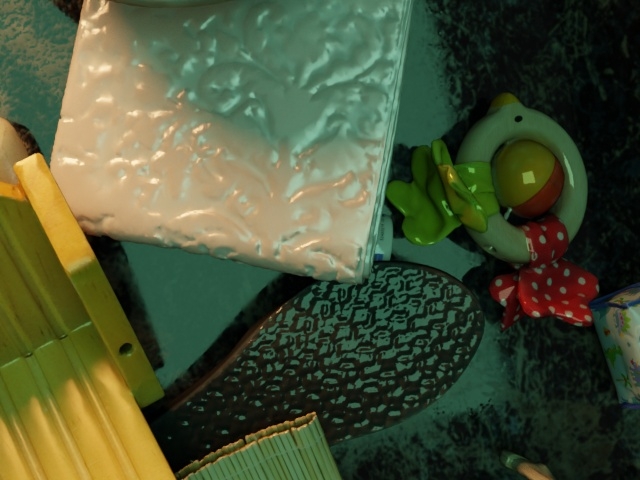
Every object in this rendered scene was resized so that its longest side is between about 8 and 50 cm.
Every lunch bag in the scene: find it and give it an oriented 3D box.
[{"bbox_3d":[0.387,0.102,1.216,0.151,0.096,0.129,-18,94,-21],"label":"lunch bag"}]

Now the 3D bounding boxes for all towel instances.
[{"bbox_3d":[-0.087,-0.139,1.098,0.331,0.053,0.317,10,88,9],"label":"towel"}]

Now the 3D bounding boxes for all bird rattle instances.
[{"bbox_3d":[0.209,-0.036,1.166,0.253,0.143,0.207,34,72,-12],"label":"bird rattle"}]

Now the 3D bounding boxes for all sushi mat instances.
[{"bbox_3d":[-0.025,0.322,1.146,0.151,0.019,0.317,-23,119,-5],"label":"sushi mat"}]

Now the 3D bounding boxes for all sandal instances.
[{"bbox_3d":[-0.041,0.154,1.160,0.445,0.107,0.168,-32,99,8],"label":"sandal"}]

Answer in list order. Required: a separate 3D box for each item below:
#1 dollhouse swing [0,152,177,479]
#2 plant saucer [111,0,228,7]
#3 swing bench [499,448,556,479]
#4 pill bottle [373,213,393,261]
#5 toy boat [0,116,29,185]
[{"bbox_3d":[-0.303,0.180,0.952,0.346,0.305,0.315,-27,137,-11],"label":"dollhouse swing"},{"bbox_3d":[-0.117,-0.371,1.063,0.400,0.100,0.401,-2,68,4],"label":"plant saucer"},{"bbox_3d":[0.224,0.381,1.112,0.165,0.253,0.255,40,86,-21],"label":"swing bench"},{"bbox_3d":[0.000,0.000,1.156,0.137,0.078,0.078,10,92,-9],"label":"pill bottle"},{"bbox_3d":[-0.428,-0.050,1.055,0.267,0.148,0.318,-49,121,0],"label":"toy boat"}]
